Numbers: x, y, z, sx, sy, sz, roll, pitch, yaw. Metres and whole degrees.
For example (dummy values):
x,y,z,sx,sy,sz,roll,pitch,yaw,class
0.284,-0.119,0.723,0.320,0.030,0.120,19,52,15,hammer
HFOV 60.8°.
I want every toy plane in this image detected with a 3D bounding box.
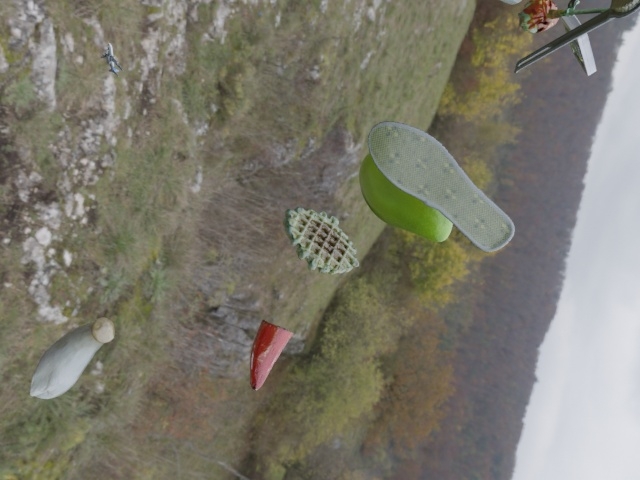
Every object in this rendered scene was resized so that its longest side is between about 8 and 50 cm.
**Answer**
x,y,z,sx,sy,sz,roll,pitch,yaw,class
-0.505,-0.436,1.315,0.024,0.077,0.084,-48,161,-29,toy plane

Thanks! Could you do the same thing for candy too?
x,y,z,sx,sy,sz,roll,pitch,yaw,class
0.556,-0.511,1.226,0.288,0.084,0.078,-134,-151,-63,candy

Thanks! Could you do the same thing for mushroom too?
x,y,z,sx,sy,sz,roll,pitch,yaw,class
-0.608,0.273,1.348,0.270,0.118,0.103,-45,126,12,mushroom

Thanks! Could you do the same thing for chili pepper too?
x,y,z,sx,sy,sz,roll,pitch,yaw,class
-0.137,0.290,1.351,0.065,0.088,0.169,55,54,-69,chili pepper

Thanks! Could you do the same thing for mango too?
x,y,z,sx,sy,sz,roll,pitch,yaw,class
0.228,-0.119,1.455,0.155,0.343,0.192,-1,129,-36,mango

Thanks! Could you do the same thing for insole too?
x,y,z,sx,sy,sz,roll,pitch,yaw,class
0.213,-0.094,0.960,0.109,0.322,0.007,-46,-170,23,insole

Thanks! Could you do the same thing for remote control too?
x,y,z,sx,sy,sz,roll,pitch,yaw,class
0.728,-0.552,1.531,0.250,0.034,0.103,12,52,-57,remote control

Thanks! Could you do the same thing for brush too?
x,y,z,sx,sy,sz,roll,pitch,yaw,class
0.417,-0.345,0.906,0.266,0.027,0.062,-22,-138,61,brush

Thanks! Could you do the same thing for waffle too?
x,y,z,sx,sy,sz,roll,pitch,yaw,class
0.000,0.000,1.986,0.309,0.292,0.056,0,143,-44,waffle

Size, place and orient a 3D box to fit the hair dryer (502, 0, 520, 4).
x,y,z,sx,sy,sz,roll,pitch,yaw,class
0.178,-0.314,0.537,0.047,0.082,0.137,19,-82,64,hair dryer
